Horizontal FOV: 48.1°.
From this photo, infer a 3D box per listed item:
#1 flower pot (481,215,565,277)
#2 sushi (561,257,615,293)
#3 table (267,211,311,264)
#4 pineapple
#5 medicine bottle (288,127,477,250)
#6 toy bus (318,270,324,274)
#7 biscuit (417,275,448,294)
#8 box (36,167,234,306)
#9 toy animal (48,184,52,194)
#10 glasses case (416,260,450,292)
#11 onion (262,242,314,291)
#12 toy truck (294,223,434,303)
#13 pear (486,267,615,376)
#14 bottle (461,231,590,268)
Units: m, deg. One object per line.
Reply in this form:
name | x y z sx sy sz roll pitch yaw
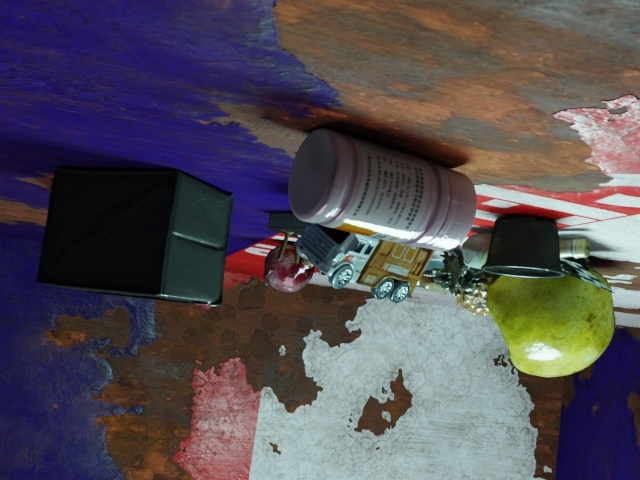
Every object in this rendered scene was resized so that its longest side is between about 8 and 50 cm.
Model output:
flower pot | 0.391 0.011 1.382 0.157 0.107 0.157 5 171 1
sushi | 0.542 0.033 1.585 0.215 0.051 0.192 28 179 -44
table | 0.000 0.000 1.667 0.240 0.111 0.121 1 171 40
pineapple | 0.390 0.101 1.930 0.169 0.169 0.340 1 163 43
medicine bottle | 0.090 -0.067 1.022 0.249 0.133 0.133 11 172 -31
toy bus | 0.113 0.090 2.361 0.234 0.074 0.096 4 178 24
biscuit | 0.200 0.080 2.058 0.324 0.044 0.217 21 -178 26
box | -0.386 -0.008 1.501 0.345 0.251 0.204 3 170 26
toy animal | -0.599 -0.101 1.730 0.099 0.057 0.241 8 173 -1
glasses case | 0.312 0.097 2.179 0.266 0.105 0.056 5 146 14
onion | -0.079 0.077 2.196 0.159 0.160 0.195 14 158 -36
toy truck | 0.101 0.017 1.490 0.305 0.162 0.136 18 -162 -49
pear | 0.577 0.182 1.779 0.303 0.304 0.304 8 172 1
bottle | 0.424 0.019 1.493 0.269 0.083 0.083 -5 166 44
